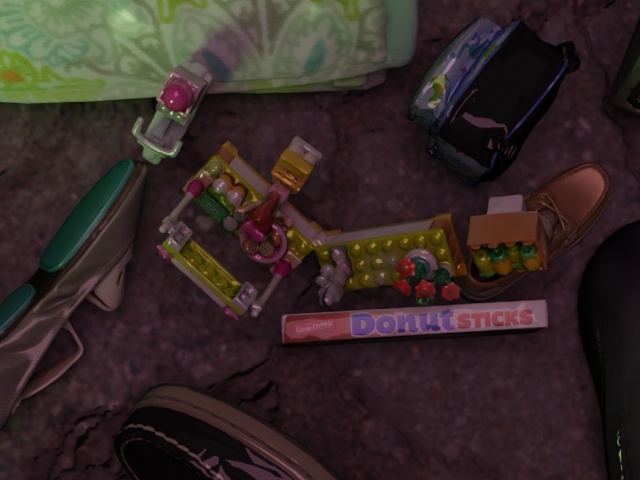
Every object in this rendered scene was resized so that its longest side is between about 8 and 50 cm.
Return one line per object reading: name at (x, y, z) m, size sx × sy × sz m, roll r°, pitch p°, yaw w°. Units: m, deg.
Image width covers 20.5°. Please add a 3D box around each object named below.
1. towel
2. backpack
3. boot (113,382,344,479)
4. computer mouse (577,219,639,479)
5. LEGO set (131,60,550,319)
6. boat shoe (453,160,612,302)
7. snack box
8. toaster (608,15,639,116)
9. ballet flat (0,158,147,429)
towel at (-0.095, -0.239, 1.118) m, size 0.320 × 0.374 × 0.090 m, roll -2°, pitch 47°, yaw -1°
backpack at (0.110, -0.096, 1.208) m, size 0.084 × 0.114 × 0.105 m, roll 36°, pitch 80°, yaw 5°
boot at (-0.055, 0.300, 1.093) m, size 0.377 × 0.138 × 0.284 m, roll 48°, pitch 60°, yaw -1°
computer mouse at (0.256, 0.113, 1.200) m, size 0.188 × 0.072 × 0.272 m, roll -12°, pitch 82°, yaw -2°
LEGO set at (0.000, 0.000, 1.164) m, size 0.287 × 0.107 × 0.132 m, roll 24°, pitch 121°, yaw 5°
boat shoe at (0.151, -0.007, 1.229) m, size 0.135 × 0.045 × 0.050 m, roll -42°, pitch 85°, yaw -7°
snack box at (0.062, 0.057, 1.208) m, size 0.178 × 0.064 × 0.022 m, roll -3°, pitch 84°, yaw -1°
toaster at (0.298, -0.122, 1.182) m, size 0.168 × 0.186 × 0.110 m, roll 24°, pitch 77°, yaw 2°
ballet flat at (-0.176, 0.040, 1.215) m, size 0.068 × 0.072 × 0.213 m, roll 43°, pitch 83°, yaw -22°
